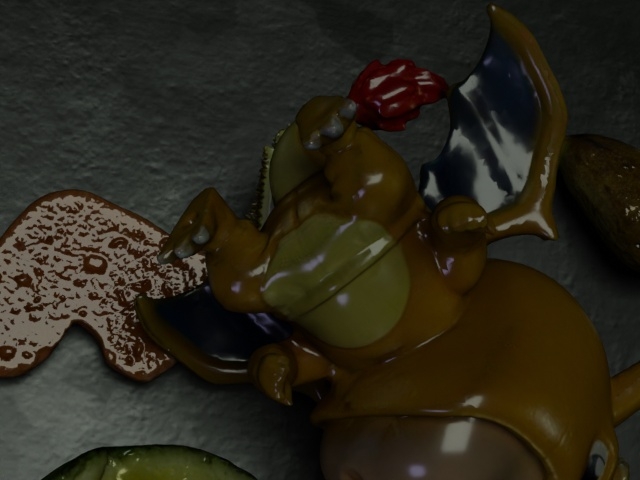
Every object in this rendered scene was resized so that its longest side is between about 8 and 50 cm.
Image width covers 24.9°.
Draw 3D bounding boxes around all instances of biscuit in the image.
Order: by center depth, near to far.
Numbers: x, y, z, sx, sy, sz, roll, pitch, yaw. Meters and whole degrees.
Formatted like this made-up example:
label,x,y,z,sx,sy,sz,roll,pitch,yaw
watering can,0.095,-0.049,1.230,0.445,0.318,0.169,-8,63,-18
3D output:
label,x,y,z,sx,sy,sz,roll,pitch,yaw
biscuit,-0.202,0.058,1.261,0.192,0.036,0.186,28,68,-4

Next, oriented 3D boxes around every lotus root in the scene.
label,x,y,z,sx,sy,sz,roll,pitch,yaw
lotus root,0.290,-0.047,1.403,0.190,0.094,0.108,46,31,10

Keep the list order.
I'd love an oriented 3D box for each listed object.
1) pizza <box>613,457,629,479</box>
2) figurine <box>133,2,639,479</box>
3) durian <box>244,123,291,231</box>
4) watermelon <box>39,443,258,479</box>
label,x,y,z,sx,sy,sz,roll,pitch,yaw
pizza,0.142,0.304,1.241,0.182,0.074,0.365,38,66,-1
figurine,0.093,0.047,1.147,0.401,0.268,0.387,-43,106,2
durian,0.000,0.000,1.311,0.147,0.102,0.208,14,91,-8
watermelon,-0.161,0.315,1.087,0.331,0.189,0.330,21,61,-44
